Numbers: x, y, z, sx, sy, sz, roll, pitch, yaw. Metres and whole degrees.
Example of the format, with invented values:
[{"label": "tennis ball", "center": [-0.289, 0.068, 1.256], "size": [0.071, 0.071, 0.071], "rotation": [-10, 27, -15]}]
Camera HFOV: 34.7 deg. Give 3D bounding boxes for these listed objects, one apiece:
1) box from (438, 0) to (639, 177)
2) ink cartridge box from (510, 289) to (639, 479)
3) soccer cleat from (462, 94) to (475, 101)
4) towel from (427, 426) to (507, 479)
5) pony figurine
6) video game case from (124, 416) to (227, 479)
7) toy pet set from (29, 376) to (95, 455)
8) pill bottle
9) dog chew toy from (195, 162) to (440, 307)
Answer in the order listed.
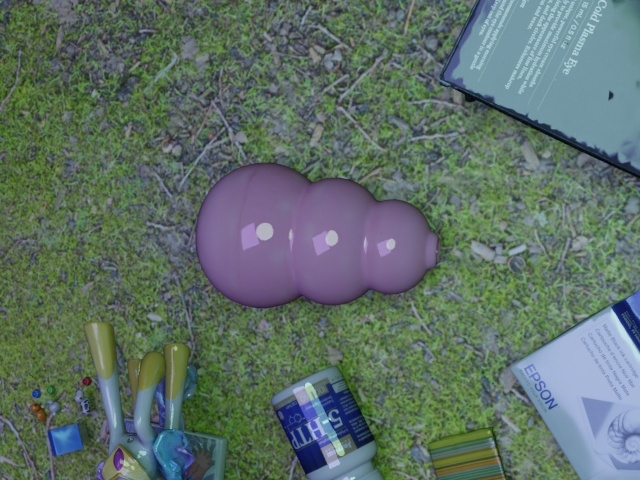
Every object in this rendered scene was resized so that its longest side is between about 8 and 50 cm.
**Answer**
[{"label": "box", "center": [0.362, -0.276, 1.238], "size": [0.312, 0.179, 0.343], "rotation": [28, 102, 8]}, {"label": "ink cartridge box", "center": [0.399, 0.201, 1.332], "size": [0.224, 0.045, 0.223], "rotation": [-36, 77, 19]}, {"label": "soccer cleat", "center": [0.249, -0.264, 1.382], "size": [0.072, 0.060, 0.179], "rotation": [29, 99, 19]}, {"label": "towel", "center": [0.227, 0.384, 1.424], "size": [0.102, 0.021, 0.237], "rotation": [-19, 84, 28]}, {"label": "pony figurine", "center": [-0.247, 0.332, 1.452], "size": [0.302, 0.351, 0.364], "rotation": [-5, 67, 7]}, {"label": "video game case", "center": [-0.240, 0.394, 1.620], "size": [0.183, 0.023, 0.201], "rotation": [7, 93, 23]}, {"label": "toy pet set", "center": [-0.431, 0.292, 1.677], "size": [0.122, 0.065, 0.114], "rotation": [-17, 84, 23]}, {"label": "pill bottle", "center": [0.016, 0.284, 1.461], "size": [0.112, 0.112, 0.187], "rotation": [-31, 79, 20]}, {"label": "dog chew toy", "center": [0.000, 0.000, 1.425], "size": [0.331, 0.206, 0.207], "rotation": [5, 93, 14]}]
